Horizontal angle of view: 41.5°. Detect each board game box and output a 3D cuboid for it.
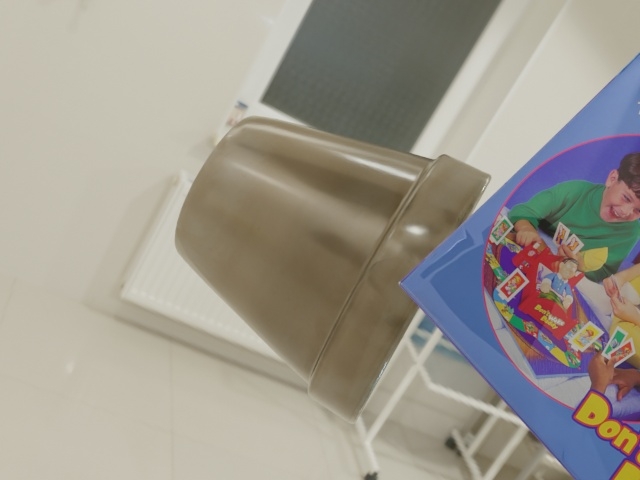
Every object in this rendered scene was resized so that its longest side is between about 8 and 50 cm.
[{"bbox_3d":[0.251,0.075,0.528,0.347,0.233,0.078,49,9,25],"label":"board game box"}]

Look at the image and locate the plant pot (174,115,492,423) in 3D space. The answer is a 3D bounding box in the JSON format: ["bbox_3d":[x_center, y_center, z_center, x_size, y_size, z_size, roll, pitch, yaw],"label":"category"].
[{"bbox_3d":[0.000,0.000,0.978,0.280,0.323,0.323,30,17,9],"label":"plant pot"}]
